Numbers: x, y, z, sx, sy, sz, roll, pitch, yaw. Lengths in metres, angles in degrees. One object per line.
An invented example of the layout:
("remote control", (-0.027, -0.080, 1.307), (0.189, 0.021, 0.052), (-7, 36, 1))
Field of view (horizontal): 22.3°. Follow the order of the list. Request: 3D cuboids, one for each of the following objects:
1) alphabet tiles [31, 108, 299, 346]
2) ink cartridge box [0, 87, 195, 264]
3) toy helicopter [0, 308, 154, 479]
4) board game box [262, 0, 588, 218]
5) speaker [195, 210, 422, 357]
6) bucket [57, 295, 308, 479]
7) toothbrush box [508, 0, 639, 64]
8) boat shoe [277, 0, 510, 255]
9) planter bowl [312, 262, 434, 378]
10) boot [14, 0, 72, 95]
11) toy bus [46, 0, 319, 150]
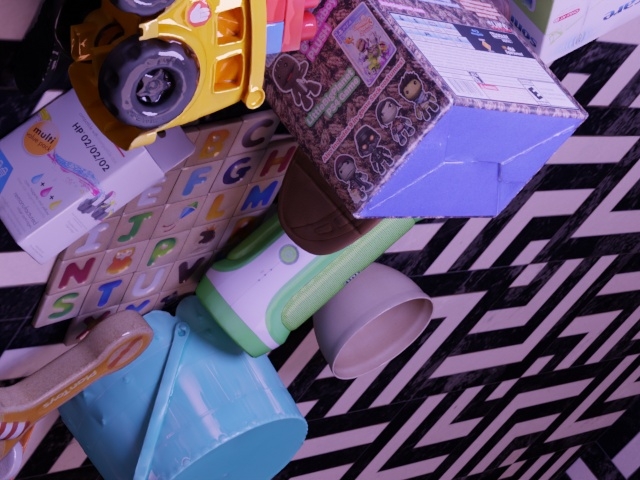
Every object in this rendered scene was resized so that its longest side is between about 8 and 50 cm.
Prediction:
("alphabet tiles", (-0.166, -0.010, 1.792), (0.285, 0.011, 0.342), (-15, 147, -39))
("ink cartridge box", (-0.219, -0.076, 1.495), (0.181, 0.104, 0.061), (-37, 156, -3))
("toy helicopter", (-0.335, 0.198, 1.791), (0.355, 0.140, 0.235), (-34, 157, -12))
("board game box", (0.058, -0.171, 1.470), (0.232, 0.291, 0.141), (0, 138, -52))
("speaker", (0.000, 0.000, 1.876), (0.296, 0.131, 0.131), (-41, 155, 1))
("bucket", (-0.163, 0.218, 1.976), (0.281, 0.183, 0.281), (-29, 156, -14))
("toothbrush box", (0.293, -0.342, 1.687), (0.206, 0.122, 0.283), (-28, 155, -19))
("boat shoe", (0.084, -0.125, 1.701), (0.342, 0.123, 0.123), (-57, 163, 24))
("planter bowl", (0.053, 0.090, 2.135), (0.162, 0.109, 0.162), (-30, 155, -16))
("boot", (-0.203, -0.177, 1.415), (0.099, 0.045, 0.121), (-8, 138, -46))
("toy bus", (-0.100, -0.205, 1.305), (0.211, 0.149, 0.220), (-14, 129, -23))
